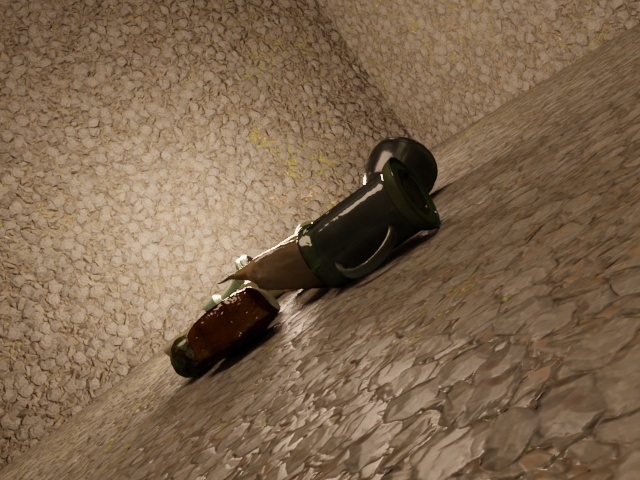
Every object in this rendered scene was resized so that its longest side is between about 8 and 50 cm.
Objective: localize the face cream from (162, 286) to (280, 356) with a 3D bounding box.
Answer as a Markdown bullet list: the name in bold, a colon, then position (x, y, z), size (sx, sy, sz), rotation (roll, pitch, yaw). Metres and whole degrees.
- **face cream**: position (-0.300, 0.267, 1.859), size (0.349, 0.081, 0.174), rotation (-35, -35, 20)

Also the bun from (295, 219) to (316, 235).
- **bun**: position (0.000, 0.000, 2.336), size (0.196, 0.118, 0.195), rotation (3, 26, -2)

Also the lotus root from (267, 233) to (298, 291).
- **lotus root**: position (-0.036, 0.046, 1.961), size (0.310, 0.182, 0.183), rotation (-33, 4, 3)

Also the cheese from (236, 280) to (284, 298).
- **cheese**: position (-0.184, 0.151, 2.357), size (0.326, 0.115, 0.318), rotation (-34, 4, 37)

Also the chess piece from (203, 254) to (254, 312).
- **chess piece**: position (-0.372, 0.225, 2.674), size (0.299, 0.194, 0.194), rotation (-44, 3, 7)

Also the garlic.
- **garlic**: position (-0.086, 0.081, 1.663), size (0.339, 0.151, 0.196), rotation (-15, -5, -36)

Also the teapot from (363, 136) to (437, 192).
- **teapot**: position (0.216, -0.176, 2.042), size (0.322, 0.239, 0.239), rotation (-24, 24, 44)

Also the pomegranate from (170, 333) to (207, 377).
- **pomegranate**: position (-0.358, 0.317, 1.755), size (0.163, 0.125, 0.138), rotation (-35, -7, -10)

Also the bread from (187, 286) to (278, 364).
- **bread**: position (-0.237, 0.236, 1.643), size (0.247, 0.135, 0.232), rotation (-37, -9, 7)

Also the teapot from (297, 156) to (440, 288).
- **teapot**: position (0.102, -0.011, 1.475), size (0.337, 0.200, 0.270), rotation (-35, 30, 24)
